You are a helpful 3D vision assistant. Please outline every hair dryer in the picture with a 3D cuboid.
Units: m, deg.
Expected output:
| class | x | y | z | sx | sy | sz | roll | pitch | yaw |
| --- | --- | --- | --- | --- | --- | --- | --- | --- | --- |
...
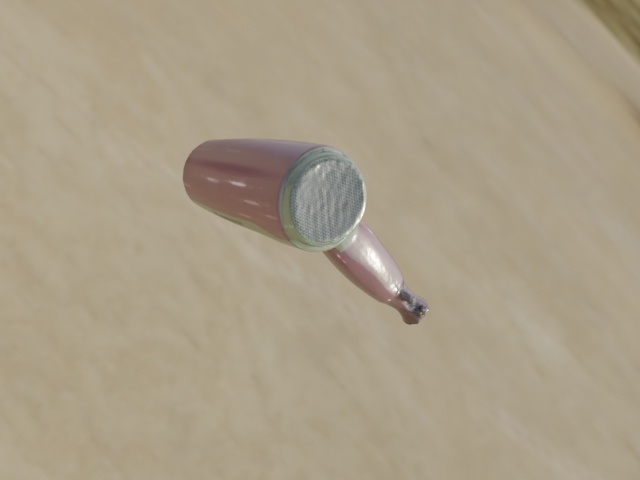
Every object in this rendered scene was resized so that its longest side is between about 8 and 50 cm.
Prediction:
| class | x | y | z | sx | sy | sz | roll | pitch | yaw |
| --- | --- | --- | --- | --- | --- | --- | --- | --- | --- |
| hair dryer | 0.006 | 0.002 | 0.948 | 0.154 | 0.054 | 0.106 | 43 | -18 | -32 |
